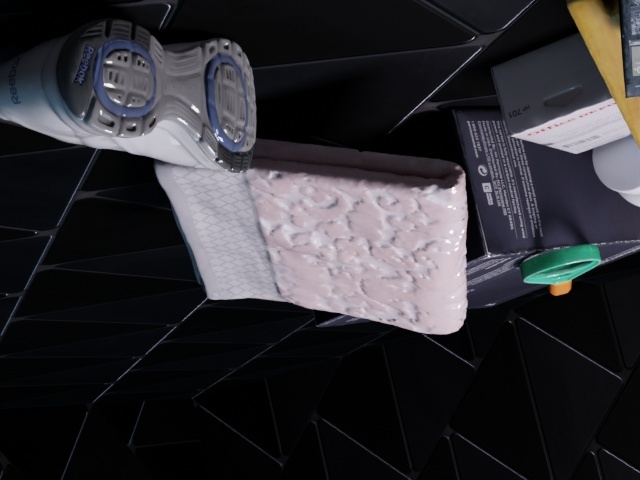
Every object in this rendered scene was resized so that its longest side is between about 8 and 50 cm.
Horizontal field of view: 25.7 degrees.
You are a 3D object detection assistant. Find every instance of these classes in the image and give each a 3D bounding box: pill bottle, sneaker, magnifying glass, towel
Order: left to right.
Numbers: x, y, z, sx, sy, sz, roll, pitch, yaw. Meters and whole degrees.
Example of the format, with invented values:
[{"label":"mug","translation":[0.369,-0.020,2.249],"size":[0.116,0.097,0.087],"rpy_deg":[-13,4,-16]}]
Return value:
[{"label":"sneaker","translation":[-0.152,-0.119,1.154],"size":[0.129,0.111,0.297],"rpy_deg":[-1,172,29]},{"label":"towel","translation":[0.000,0.000,1.503],"size":[0.316,0.053,0.332],"rpy_deg":[7,154,9]},{"label":"magnifying glass","translation":[0.285,0.039,1.666],"size":[0.092,0.026,0.231],"rpy_deg":[-15,169,7]},{"label":"pill bottle","translation":[0.406,-0.092,1.626],"size":[0.117,0.118,0.208],"rpy_deg":[-22,163,39]}]

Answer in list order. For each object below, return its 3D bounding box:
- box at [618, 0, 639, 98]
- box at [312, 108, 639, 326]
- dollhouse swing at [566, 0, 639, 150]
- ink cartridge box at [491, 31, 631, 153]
[{"label":"box","translation":[0.313,-0.192,1.047],"size":[0.180,0.078,0.147],"rpy_deg":[-4,132,13]},{"label":"box","translation":[0.191,-0.027,1.757],"size":[0.312,0.179,0.343],"rpy_deg":[-3,166,-37]},{"label":"dollhouse swing","translation":[0.433,-0.246,1.238],"size":[0.346,0.305,0.315],"rpy_deg":[-18,127,26]},{"label":"ink cartridge box","translation":[0.284,-0.155,1.465],"size":[0.139,0.082,0.190],"rpy_deg":[-19,166,28]}]
